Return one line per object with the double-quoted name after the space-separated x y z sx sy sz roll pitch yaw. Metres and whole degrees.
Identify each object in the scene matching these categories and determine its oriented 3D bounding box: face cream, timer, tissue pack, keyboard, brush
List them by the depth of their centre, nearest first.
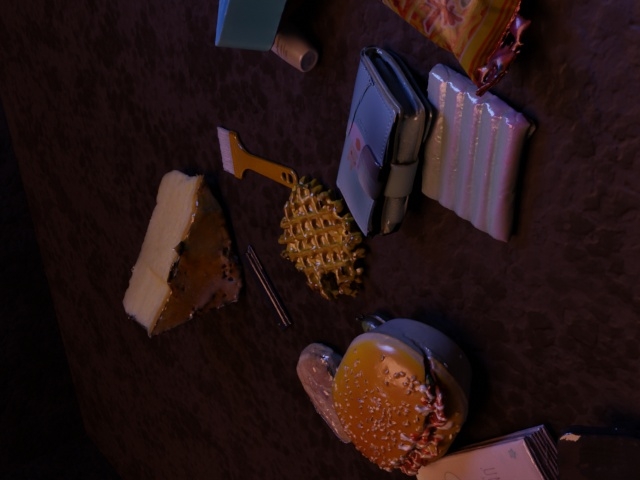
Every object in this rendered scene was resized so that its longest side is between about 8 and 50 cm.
-0.117 -0.453 1.294 0.231 0.091 0.250 114 150 -46 "timer"
0.290 0.409 1.345 0.170 0.071 0.325 62 147 8 "tissue pack"
-0.072 -0.354 1.400 0.182 0.051 0.072 48 153 28 "face cream"
-0.128 -0.154 1.655 0.272 0.013 0.103 26 131 45 "brush"
-0.119 0.107 1.816 0.198 0.010 0.063 61 150 9 "keyboard"

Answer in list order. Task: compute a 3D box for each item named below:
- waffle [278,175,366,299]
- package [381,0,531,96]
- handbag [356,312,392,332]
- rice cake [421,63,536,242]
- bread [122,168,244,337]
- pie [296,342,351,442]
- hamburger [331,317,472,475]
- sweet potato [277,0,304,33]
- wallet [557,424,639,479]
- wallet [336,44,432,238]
0.000 0.000 1.531 0.229 0.051 0.231 44 142 37 "waffle"
0.163 -0.345 1.009 0.288 0.108 0.223 43 137 20 "package"
0.112 0.168 1.474 0.111 0.047 0.072 40 141 31 "handbag"
0.211 -0.119 1.146 0.189 0.037 0.198 41 140 36 "rice cake"
-0.354 0.033 1.889 0.248 0.279 0.315 25 143 56 "bread"
0.017 0.318 1.713 0.185 0.052 0.218 -23 93 57 "pie"
0.129 0.262 1.373 0.227 0.151 0.295 32 143 15 "hamburger"
-0.016 -0.442 1.250 0.314 0.072 0.066 123 159 -50 "sweet potato"
0.409 0.386 1.125 0.165 0.042 0.309 1 117 22 "wallet"
0.087 -0.143 1.255 0.250 0.075 0.176 101 153 -44 "wallet"
